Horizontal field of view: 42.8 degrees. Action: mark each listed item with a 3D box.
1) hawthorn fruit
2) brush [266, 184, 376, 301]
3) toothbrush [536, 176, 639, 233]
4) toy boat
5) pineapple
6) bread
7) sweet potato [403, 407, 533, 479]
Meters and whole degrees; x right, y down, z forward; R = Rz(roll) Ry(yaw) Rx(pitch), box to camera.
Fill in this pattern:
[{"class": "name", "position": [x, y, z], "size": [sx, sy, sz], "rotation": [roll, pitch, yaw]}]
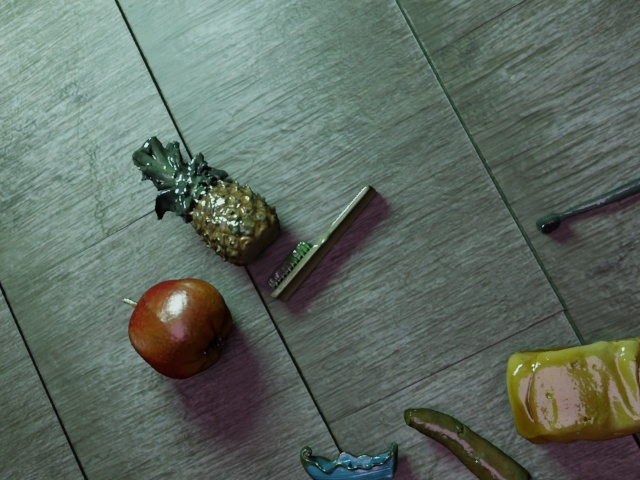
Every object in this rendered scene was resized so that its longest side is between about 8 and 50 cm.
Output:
[{"class": "hawthorn fruit", "position": [-0.284, 0.154, 1.543], "size": [0.225, 0.196, 0.196], "rotation": [21, 93, 23]}, {"class": "brush", "position": [0.000, 0.000, 1.553], "size": [0.282, 0.054, 0.048], "rotation": [-48, 67, 7]}, {"class": "toothbrush", "position": [0.528, -0.080, 1.454], "size": [0.297, 0.030, 0.030], "rotation": [-24, 110, 9]}, {"class": "toy boat", "position": [0.054, 0.408, 1.516], "size": [0.185, 0.075, 0.077], "rotation": [-13, 89, 15]}, {"class": "pineapple", "position": [-0.228, -0.081, 1.555], "size": [0.310, 0.141, 0.170], "rotation": [39, 60, 14]}, {"class": "bread", "position": [0.475, 0.259, 1.404], "size": [0.294, 0.132, 0.167], "rotation": [-9, 80, 13]}, {"class": "sweet potato", "position": [0.273, 0.380, 1.474], "size": [0.273, 0.075, 0.075], "rotation": [36, 96, 13]}]
